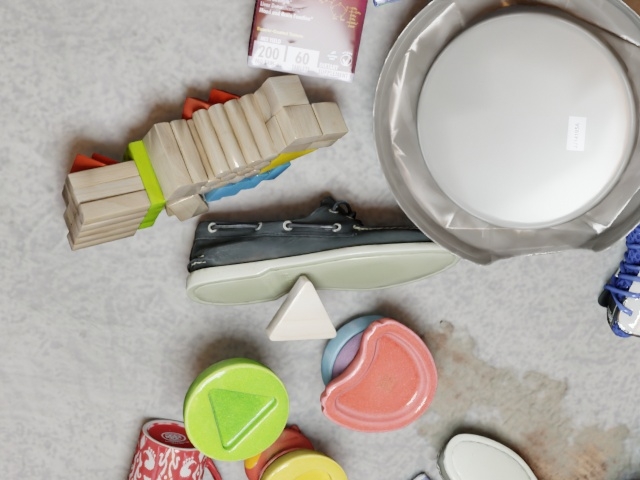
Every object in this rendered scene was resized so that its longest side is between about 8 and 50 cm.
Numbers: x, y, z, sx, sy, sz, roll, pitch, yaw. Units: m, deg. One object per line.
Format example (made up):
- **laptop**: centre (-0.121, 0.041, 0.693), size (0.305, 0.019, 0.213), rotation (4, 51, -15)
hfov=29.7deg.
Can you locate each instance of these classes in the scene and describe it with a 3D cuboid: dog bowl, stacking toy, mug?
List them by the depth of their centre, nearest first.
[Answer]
- **dog bowl**: centre (0.242, -0.141, 1.413), size (0.348, 0.102, 0.349), rotation (4, 103, 16)
- **stacking toy**: centre (-0.029, 0.188, 1.543), size (0.309, 0.130, 0.279), rotation (-47, 117, 2)
- **mug**: centre (-0.201, 0.331, 1.614), size (0.113, 0.150, 0.169), rotation (21, 105, 28)

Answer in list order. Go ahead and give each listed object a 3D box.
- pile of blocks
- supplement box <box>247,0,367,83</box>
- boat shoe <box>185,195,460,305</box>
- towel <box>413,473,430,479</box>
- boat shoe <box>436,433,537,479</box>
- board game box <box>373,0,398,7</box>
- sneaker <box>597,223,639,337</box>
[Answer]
- **pile of blocks**: centre (-0.153, -0.107, 1.462), size (0.362, 0.149, 0.113), rotation (-21, 77, -3)
- **supplement box**: centre (-0.005, -0.315, 1.406), size (0.130, 0.073, 0.239), rotation (8, 107, -5)
- **boat shoe**: centre (0.000, 0.002, 1.498), size (0.340, 0.127, 0.113), rotation (-9, 65, 8)
- **towel**: centre (0.150, 0.484, 1.638), size (0.209, 0.034, 0.285), rotation (-43, 74, 11)
- **boat shoe**: centre (0.265, 0.370, 1.637), size (0.305, 0.091, 0.109), rotation (38, 60, -15)
- **board game box**: centre (0.142, -0.351, 1.344), size (0.201, 0.035, 0.136), rotation (-13, 109, 2)
- **sneaker**: centre (0.422, 0.027, 1.517), size (0.182, 0.127, 0.315), rotation (-31, 109, 5)
